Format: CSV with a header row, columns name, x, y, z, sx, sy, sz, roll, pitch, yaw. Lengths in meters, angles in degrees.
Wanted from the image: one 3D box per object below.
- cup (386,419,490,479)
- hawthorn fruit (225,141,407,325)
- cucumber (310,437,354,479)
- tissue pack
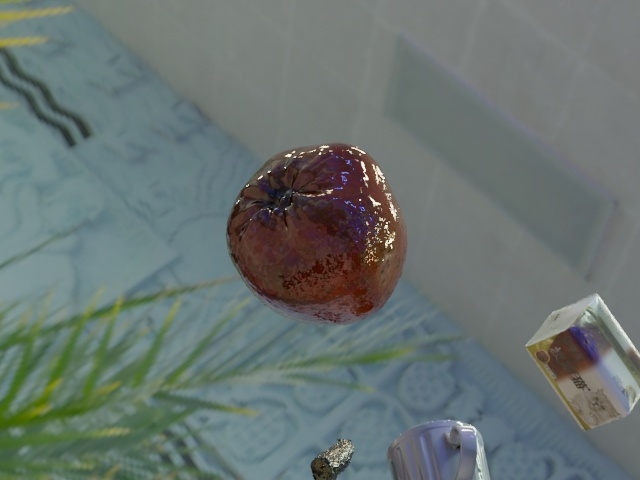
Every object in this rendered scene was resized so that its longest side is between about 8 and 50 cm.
name,x,y,z,sx,sy,sz,roll,pitch,yaw
cup,0.198,0.407,2.149,0.221,0.167,0.202,65,10,-46
hawthorn fruit,0.000,0.000,1.941,0.275,0.275,0.300,38,-15,27
cucumber,0.026,0.366,2.206,0.053,0.181,0.053,2,-84,16
tissue pack,0.376,0.169,1.837,0.099,0.106,0.149,-30,-82,44
